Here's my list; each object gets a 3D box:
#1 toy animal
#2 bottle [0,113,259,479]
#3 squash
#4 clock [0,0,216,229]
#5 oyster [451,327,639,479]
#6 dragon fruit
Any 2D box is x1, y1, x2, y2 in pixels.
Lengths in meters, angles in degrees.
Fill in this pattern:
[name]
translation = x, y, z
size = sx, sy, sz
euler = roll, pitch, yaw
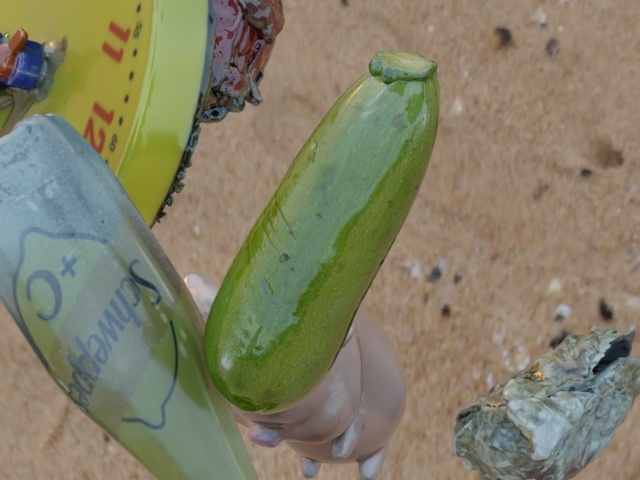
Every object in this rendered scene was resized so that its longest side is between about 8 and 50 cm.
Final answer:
[toy animal]
translation = -0.008, 0.121, 1.282
size = 0.166, 0.250, 0.154
euler = -4, 66, 21
[bottle]
translation = -0.089, 0.063, 0.714
size = 0.083, 0.083, 0.270
euler = -35, 93, -16
[squash]
translation = 0.000, 0.000, 0.647
size = 0.066, 0.201, 0.066
euler = 20, 31, -12
[clock]
translation = -0.171, -0.106, 0.877
size = 0.293, 0.071, 0.277
euler = 29, 105, 50
[oyster]
translation = 0.213, 0.164, 1.304
size = 0.267, 0.198, 0.112
euler = -14, 64, -46
[dragon fruit]
translation = -0.158, -0.241, 1.504
size = 0.244, 0.244, 0.299
euler = -11, 51, -6
